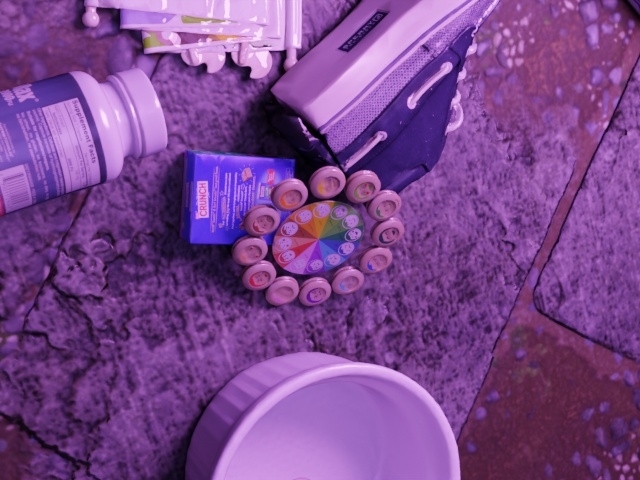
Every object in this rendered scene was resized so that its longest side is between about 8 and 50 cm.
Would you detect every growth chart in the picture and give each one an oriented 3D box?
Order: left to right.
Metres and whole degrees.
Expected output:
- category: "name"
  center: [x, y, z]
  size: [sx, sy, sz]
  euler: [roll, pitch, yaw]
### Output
- category: "growth chart"
  center: [-0.120, -0.253, 0.999]
  size: [0.237, 0.021, 0.172]
  euler: [6, 95, -25]

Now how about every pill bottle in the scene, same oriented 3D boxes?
- category: "pill bottle"
  center: [-0.237, -0.093, 0.921]
  size: [0.180, 0.108, 0.108]
  euler: [-21, 106, -21]

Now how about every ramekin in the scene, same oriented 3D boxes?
- category: "ramekin"
  center: [-0.007, 0.248, 1.061]
  size: [0.277, 0.135, 0.277]
  euler: [-3, 98, -24]

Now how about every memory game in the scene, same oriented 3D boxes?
- category: "memory game"
  center: [0.000, 0.000, 1.044]
  size: [0.186, 0.012, 0.186]
  euler: [-12, 134, -13]

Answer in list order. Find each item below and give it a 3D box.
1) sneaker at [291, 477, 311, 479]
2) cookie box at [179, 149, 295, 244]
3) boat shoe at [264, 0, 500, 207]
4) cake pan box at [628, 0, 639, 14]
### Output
- category: "sneaker"
  center: [0.004, 0.262, 0.972]
  size: [0.051, 0.070, 0.134]
  euler: [-59, 145, -16]
- category: "cookie box"
  center: [-0.085, -0.043, 1.034]
  size: [0.107, 0.040, 0.091]
  euler: [2, 98, -25]
- category: "boat shoe"
  center: [0.108, -0.185, 1.063]
  size: [0.340, 0.127, 0.158]
  euler: [-41, 123, -5]
- category: "cake pan box"
  center: [0.395, -0.427, 1.186]
  size: [0.246, 0.070, 0.267]
  euler: [43, 80, -21]
